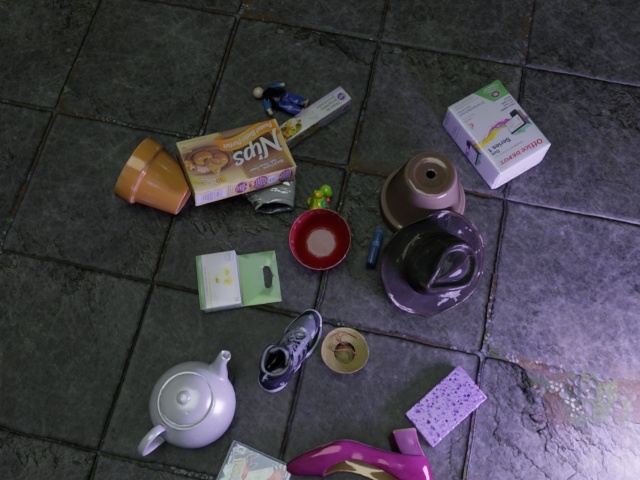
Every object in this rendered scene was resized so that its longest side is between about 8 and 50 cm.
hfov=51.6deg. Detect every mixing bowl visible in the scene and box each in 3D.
[{"bbox_3d":[0.000,0.000,1.977,0.181,0.098,0.181,0,83,2],"label":"mixing bowl"}]

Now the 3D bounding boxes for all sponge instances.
[{"bbox_3d":[0.348,0.462,1.848,0.210,0.031,0.117,-38,74,-12],"label":"sponge"}]

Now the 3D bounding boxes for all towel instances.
[{"bbox_3d":[0.165,0.025,1.990,0.029,0.067,0.119,15,71,8],"label":"towel"}]

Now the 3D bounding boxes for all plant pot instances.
[{"bbox_3d":[-0.492,-0.179,2.022,0.188,0.205,0.205,30,73,-6],"label":"plant pot"},{"bbox_3d":[0.315,-0.147,1.966,0.263,0.229,0.263,0,70,0],"label":"plant pot"}]

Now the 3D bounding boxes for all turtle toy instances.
[{"bbox_3d":[-0.001,-0.115,2.039,0.066,0.095,0.130,17,71,-16],"label":"turtle toy"}]

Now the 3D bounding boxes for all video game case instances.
[{"bbox_3d":[-0.194,0.671,1.787,0.183,0.023,0.201,21,72,8],"label":"video game case"}]

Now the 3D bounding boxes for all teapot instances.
[{"bbox_3d":[-0.358,0.441,1.787,0.253,0.187,0.256,-4,71,0],"label":"teapot"}]

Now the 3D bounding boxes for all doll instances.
[{"bbox_3d":[-0.137,-0.462,2.184,0.189,0.046,0.129,22,71,8],"label":"doll"}]

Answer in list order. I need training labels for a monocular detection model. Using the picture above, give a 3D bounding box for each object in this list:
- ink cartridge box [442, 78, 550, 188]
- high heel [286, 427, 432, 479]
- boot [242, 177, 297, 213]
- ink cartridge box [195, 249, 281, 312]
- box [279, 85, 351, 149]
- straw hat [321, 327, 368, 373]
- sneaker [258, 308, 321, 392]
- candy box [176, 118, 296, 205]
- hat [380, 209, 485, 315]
[{"bbox_3d":[0.551,-0.335,2.087,0.201,0.117,0.278,-30,73,-9],"label":"ink cartridge box"},{"bbox_3d":[0.106,0.616,1.740,0.377,0.127,0.181,-11,60,-6],"label":"high heel"},{"bbox_3d":[-0.203,-0.150,2.044,0.258,0.095,0.123,1,63,0],"label":"boot"},{"bbox_3d":[-0.245,0.114,1.974,0.235,0.056,0.171,-9,70,0],"label":"ink cartridge box"},{"bbox_3d":[-0.045,-0.379,2.142,0.324,0.067,0.063,-35,74,-12],"label":"box"},{"bbox_3d":[0.069,0.326,1.887,0.144,0.061,0.144,2,53,-2],"label":"straw hat"},{"bbox_3d":[-0.082,0.299,1.850,0.101,0.153,0.268,32,74,11],"label":"sneaker"},{"bbox_3d":[-0.252,-0.236,1.982,0.316,0.087,0.183,-17,69,-18],"label":"candy box"},{"bbox_3d":[0.343,0.082,1.865,0.331,0.134,0.331,-4,105,-15],"label":"hat"}]
